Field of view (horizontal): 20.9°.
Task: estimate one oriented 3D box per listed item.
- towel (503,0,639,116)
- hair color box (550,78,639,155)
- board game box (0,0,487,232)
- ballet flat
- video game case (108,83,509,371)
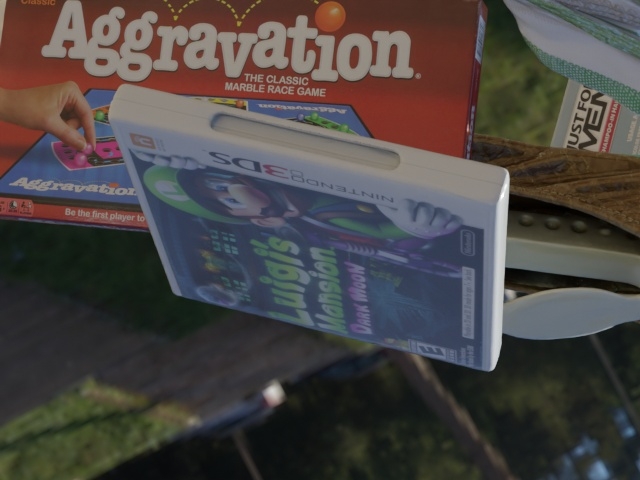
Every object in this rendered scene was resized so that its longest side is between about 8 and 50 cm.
[{"bbox_3d":[0.075,-0.048,0.416,0.023,0.113,0.152,-62,155,3],"label":"towel"},{"bbox_3d":[0.376,-0.054,1.281,0.374,0.185,0.114,0,-116,41],"label":"hair color box"},{"bbox_3d":[-0.052,-0.073,0.986,0.281,0.145,0.027,5,173,14],"label":"board game box"},{"bbox_3d":[0.082,-0.003,1.028,0.116,0.342,0.124,92,12,-49],"label":"ballet flat"},{"bbox_3d":[0.000,0.000,0.807,0.190,0.173,0.022,80,26,-64],"label":"video game case"}]
